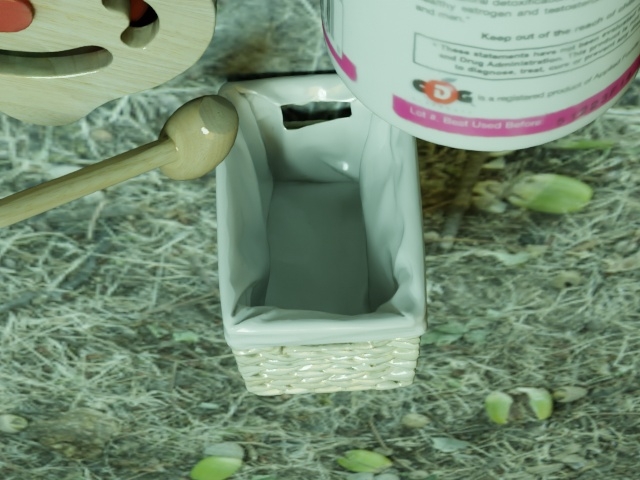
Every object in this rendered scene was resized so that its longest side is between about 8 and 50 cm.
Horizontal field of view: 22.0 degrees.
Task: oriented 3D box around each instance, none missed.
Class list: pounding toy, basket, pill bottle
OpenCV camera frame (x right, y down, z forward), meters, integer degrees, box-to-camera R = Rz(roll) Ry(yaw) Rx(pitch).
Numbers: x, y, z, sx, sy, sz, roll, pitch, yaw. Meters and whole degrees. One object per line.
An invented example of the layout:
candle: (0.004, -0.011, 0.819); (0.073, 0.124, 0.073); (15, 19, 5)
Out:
pounding toy: (-0.135, -0.106, 0.795); (0.269, 0.155, 0.154); (21, 143, -29)
basket: (0.000, 0.000, 0.947); (0.113, 0.167, 0.103); (-3, 149, 0)
pill bottle: (0.079, -0.183, 0.697); (0.160, 0.160, 0.283); (-2, 145, -1)
